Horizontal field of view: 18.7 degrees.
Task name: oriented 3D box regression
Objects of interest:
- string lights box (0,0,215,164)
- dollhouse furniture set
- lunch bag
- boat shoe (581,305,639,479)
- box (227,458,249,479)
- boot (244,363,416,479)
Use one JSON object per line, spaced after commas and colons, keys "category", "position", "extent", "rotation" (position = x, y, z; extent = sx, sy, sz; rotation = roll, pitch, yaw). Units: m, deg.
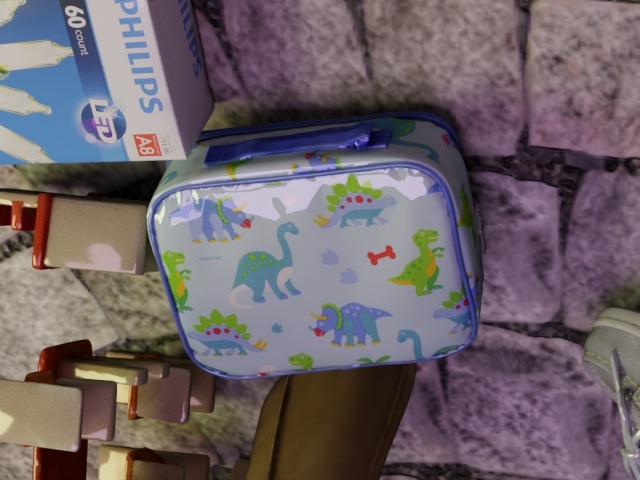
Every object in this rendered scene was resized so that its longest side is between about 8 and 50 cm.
{"category": "string lights box", "position": [-0.214, -0.125, 1.329], "extent": [0.259, 0.077, 0.133], "rotation": [-1, 123, 18]}
{"category": "dollhouse furniture set", "position": [-0.180, 0.095, 1.389], "extent": [0.135, 0.262, 0.259], "rotation": [5, 92, 16]}
{"category": "lunch bag", "position": [0.000, 0.000, 1.334], "extent": [0.219, 0.090, 0.176], "rotation": [-7, 123, 14]}
{"category": "boat shoe", "position": [0.264, 0.162, 1.266], "extent": [0.103, 0.320, 0.118], "rotation": [-39, 143, -3]}
{"category": "box", "position": [-0.051, 0.327, 1.458], "extent": [0.121, 0.311, 0.148], "rotation": [11, 128, 10]}
{"category": "boot", "position": [-0.047, 0.203, 1.384], "extent": [0.236, 0.269, 0.089], "rotation": [-20, 119, 23]}
